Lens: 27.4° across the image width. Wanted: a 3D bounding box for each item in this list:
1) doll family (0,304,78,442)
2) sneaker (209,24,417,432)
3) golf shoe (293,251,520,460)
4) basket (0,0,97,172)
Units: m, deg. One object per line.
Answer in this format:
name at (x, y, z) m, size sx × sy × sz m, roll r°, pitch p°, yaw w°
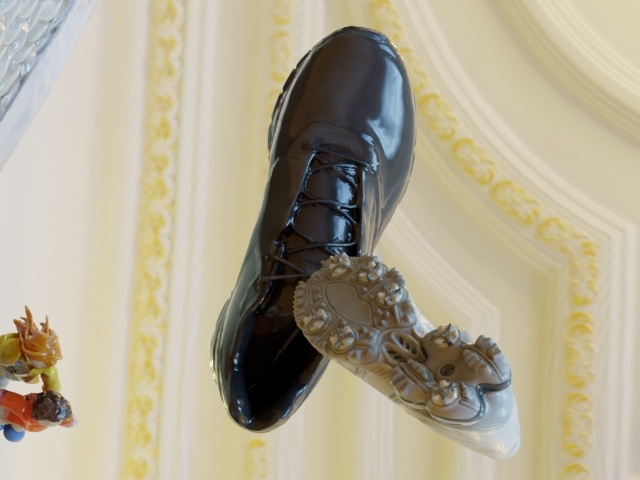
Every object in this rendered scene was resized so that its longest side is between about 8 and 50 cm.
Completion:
doll family at (-0.351, 0.113, 1.300) m, size 0.163 × 0.263 × 0.118 m, roll -22°, pitch -125°, yaw 52°
sneaker at (0.000, 0.000, 0.874) m, size 0.109 × 0.130 × 0.286 m, roll 14°, pitch -79°, yaw -4°
golf shoe at (0.049, 0.072, 0.764) m, size 0.069 × 0.086 × 0.176 m, roll -40°, pitch -139°, yaw -10°
basket at (-0.387, -0.197, 0.967) m, size 0.329 × 0.266 × 0.331 m, roll 5°, pitch -134°, yaw 12°
